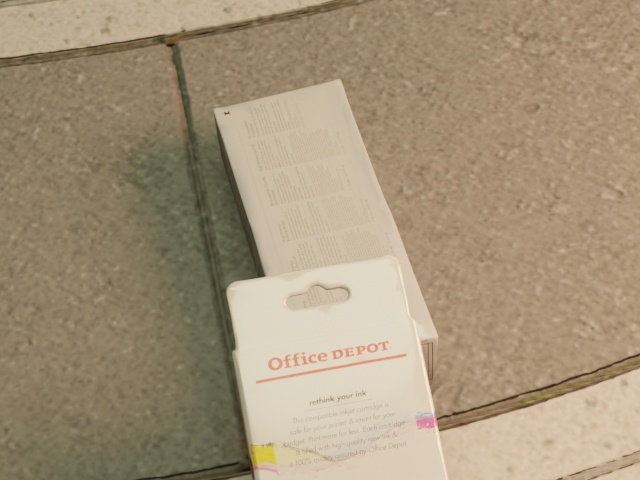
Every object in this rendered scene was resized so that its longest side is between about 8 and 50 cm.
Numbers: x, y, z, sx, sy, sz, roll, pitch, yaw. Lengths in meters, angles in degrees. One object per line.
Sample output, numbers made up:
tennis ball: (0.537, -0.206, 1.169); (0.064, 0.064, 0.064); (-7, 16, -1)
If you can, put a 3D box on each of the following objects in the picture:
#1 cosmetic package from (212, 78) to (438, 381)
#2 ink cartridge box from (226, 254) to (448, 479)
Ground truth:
cosmetic package: (0.000, 0.000, 1.165); (0.099, 0.060, 0.239); (-12, 53, -8)
ink cartridge box: (0.012, 0.117, 1.025); (0.115, 0.067, 0.198); (-9, 78, -4)
